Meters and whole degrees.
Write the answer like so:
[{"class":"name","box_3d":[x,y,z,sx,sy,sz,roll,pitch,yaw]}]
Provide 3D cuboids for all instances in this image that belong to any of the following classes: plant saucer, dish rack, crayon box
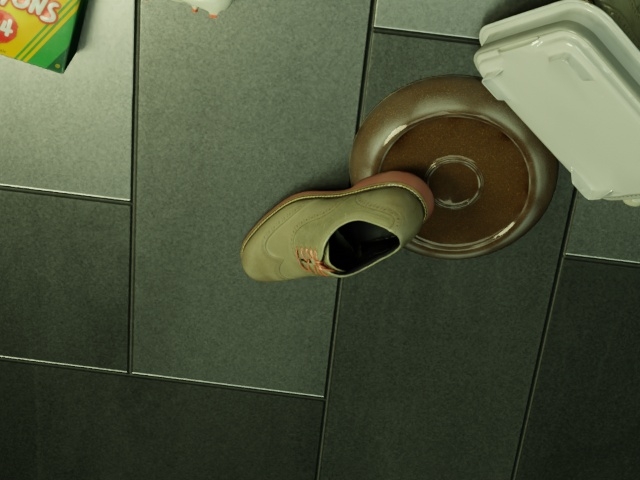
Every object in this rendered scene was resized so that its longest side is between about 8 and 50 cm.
[{"class":"plant saucer","box_3d":[0.196,-0.093,2.006,0.310,0.050,0.311,2,122,4]},{"class":"dish rack","box_3d":[0.362,-0.167,1.825,0.333,0.285,0.072,45,72,-17]},{"class":"crayon box","box_3d":[-0.408,-0.407,1.856,0.202,0.081,0.318,17,121,-4]}]

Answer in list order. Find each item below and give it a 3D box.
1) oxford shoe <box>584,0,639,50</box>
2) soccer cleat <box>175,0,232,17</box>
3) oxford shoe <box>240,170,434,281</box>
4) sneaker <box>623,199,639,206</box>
[{"class":"oxford shoe","box_3d":[0.395,-0.336,1.789,0.146,0.140,0.397,-29,119,9]},{"class":"soccer cleat","box_3d":[-0.214,-0.366,1.874,0.196,0.068,0.076,12,117,-10]},{"class":"oxford shoe","box_3d":[0.000,0.000,2.005,0.348,0.130,0.123,-24,113,37]},{"class":"sneaker","box_3d":[0.479,-0.107,1.951,0.057,0.075,0.161,22,121,-8]}]
